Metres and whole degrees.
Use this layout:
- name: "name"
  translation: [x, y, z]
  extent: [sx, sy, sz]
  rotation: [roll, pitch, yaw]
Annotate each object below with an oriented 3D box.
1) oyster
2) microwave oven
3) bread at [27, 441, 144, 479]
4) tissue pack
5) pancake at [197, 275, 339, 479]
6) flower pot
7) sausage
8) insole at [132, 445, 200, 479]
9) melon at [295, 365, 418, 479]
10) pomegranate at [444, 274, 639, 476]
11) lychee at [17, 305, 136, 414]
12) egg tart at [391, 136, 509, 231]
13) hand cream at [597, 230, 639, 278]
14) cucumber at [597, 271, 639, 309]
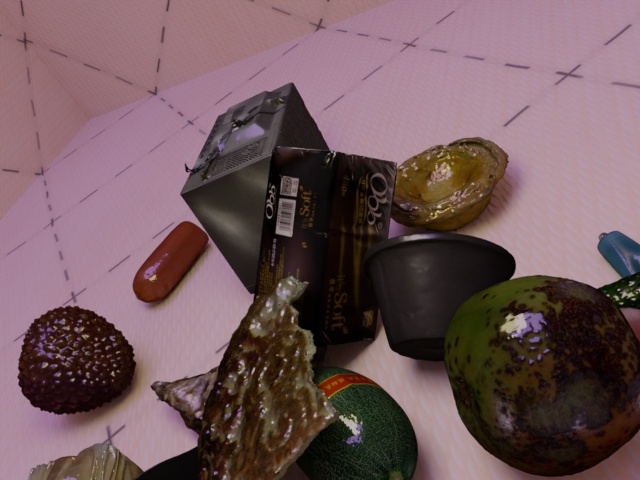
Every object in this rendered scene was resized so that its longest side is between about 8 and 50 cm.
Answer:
- name: "oyster"
  translation: [-0.161, 0.298, 1.199]
  extent: [0.396, 0.111, 0.204]
  rotation: [-22, 38, 9]
- name: "microwave oven"
  translation: [-0.122, -0.148, 1.500]
  extent: [0.236, 0.374, 0.432]
  rotation: [-22, 31, 17]
- name: "bread"
  translation: [-0.400, 0.464, 1.087]
  extent: [0.192, 0.209, 0.109]
  rotation: [-23, 30, 13]
- name: "tissue pack"
  translation: [0.000, 0.000, 1.189]
  extent: [0.210, 0.198, 0.369]
  rotation: [16, 101, 49]
- name: "pancake"
  translation: [-0.093, 0.251, 0.991]
  extent: [0.305, 0.067, 0.426]
  rotation: [-44, 30, 18]
- name: "flower pot"
  translation: [0.200, 0.110, 1.049]
  extent: [0.269, 0.269, 0.166]
  rotation: [-11, 59, 29]
- name: "sausage"
  translation: [-0.420, 0.062, 1.699]
  extent: [0.114, 0.113, 0.259]
  rotation: [1, 46, 40]
- name: "insole"
  translation: [-0.220, 0.393, 1.061]
  extent: [0.310, 0.110, 0.012]
  rotation: [-32, 25, -22]
- name: "melon"
  translation: [0.044, 0.303, 0.954]
  extent: [0.182, 0.182, 0.288]
  rotation: [-41, 34, -13]
- name: "pomegranate"
  translation: [0.349, 0.169, 0.846]
  extent: [0.341, 0.284, 0.285]
  rotation: [-11, 30, -16]
- name: "lychee"
  translation: [-0.558, 0.283, 1.430]
  extent: [0.272, 0.271, 0.271]
  rotation: [-21, 35, 16]
- name: "egg tart"
  translation: [0.280, -0.117, 1.353]
  extent: [0.288, 0.118, 0.288]
  rotation: [-23, 33, 16]
- name: "hand cream"
  translation: [0.533, 0.054, 1.005]
  extent: [0.083, 0.048, 0.224]
  rotation: [-33, 38, 3]
- name: "cucumber"
  translation: [0.465, 0.096, 0.962]
  extent: [0.227, 0.069, 0.069]
  rotation: [-28, 31, 34]
